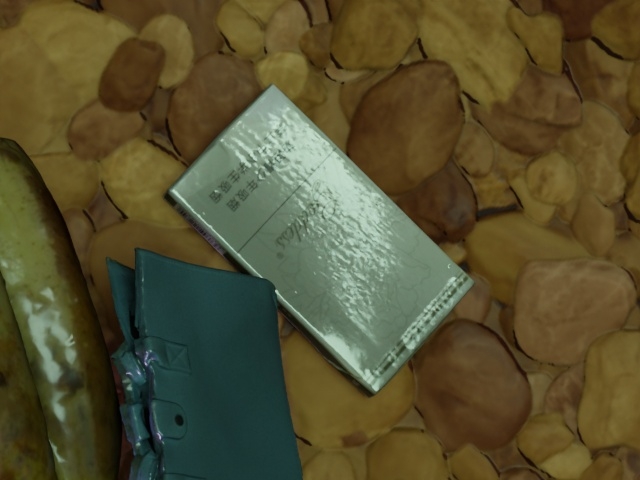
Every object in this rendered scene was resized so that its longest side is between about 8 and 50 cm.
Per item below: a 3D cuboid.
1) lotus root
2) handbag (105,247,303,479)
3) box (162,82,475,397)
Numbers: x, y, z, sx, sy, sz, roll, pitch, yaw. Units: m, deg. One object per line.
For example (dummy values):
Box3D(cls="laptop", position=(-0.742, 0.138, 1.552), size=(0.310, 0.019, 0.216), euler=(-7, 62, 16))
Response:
Box3D(cls="lotus root", position=(-0.216, 0.070, 1.104), size=(0.193, 0.193, 0.291), euler=(-18, 89, -18))
Box3D(cls="handbag", position=(-0.071, 0.122, 1.140), size=(0.144, 0.057, 0.221), euler=(23, 53, -56))
Box3D(cls="box", position=(0.000, 0.000, 1.256), size=(0.198, 0.029, 0.109), euler=(45, 73, -5))
